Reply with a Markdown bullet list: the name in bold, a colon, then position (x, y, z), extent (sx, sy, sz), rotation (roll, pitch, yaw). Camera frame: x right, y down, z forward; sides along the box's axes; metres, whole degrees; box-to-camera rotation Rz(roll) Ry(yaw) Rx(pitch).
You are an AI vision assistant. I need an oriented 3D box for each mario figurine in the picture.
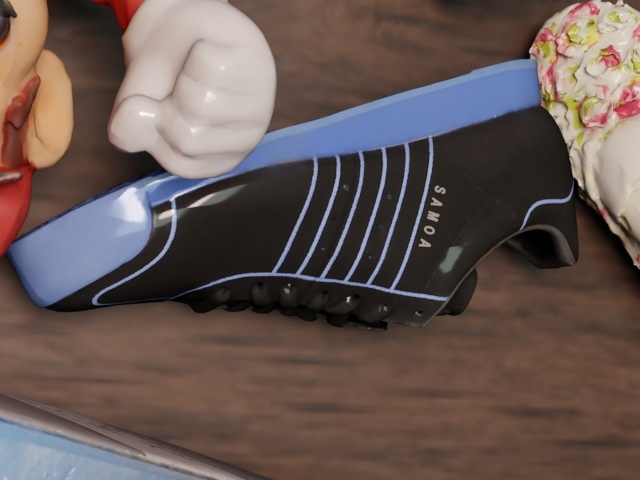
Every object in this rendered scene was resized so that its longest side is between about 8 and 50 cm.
- **mario figurine**: position (-0.110, -0.129, 0.514), extent (0.170, 0.198, 0.320), rotation (36, 66, -59)

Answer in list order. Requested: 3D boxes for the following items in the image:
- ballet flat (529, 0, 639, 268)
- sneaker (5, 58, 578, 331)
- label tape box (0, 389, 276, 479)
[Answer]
- **ballet flat**: position (0.174, 0.002, 0.673), extent (0.091, 0.077, 0.241), rotation (-35, 106, 23)
- **sneaker**: position (0.000, 0.000, 0.614), extent (0.232, 0.081, 0.090), rotation (-19, 92, -20)
- **label tape box**: position (-0.082, 0.189, 0.549), extent (0.334, 0.106, 0.240), rotation (29, 78, -53)
